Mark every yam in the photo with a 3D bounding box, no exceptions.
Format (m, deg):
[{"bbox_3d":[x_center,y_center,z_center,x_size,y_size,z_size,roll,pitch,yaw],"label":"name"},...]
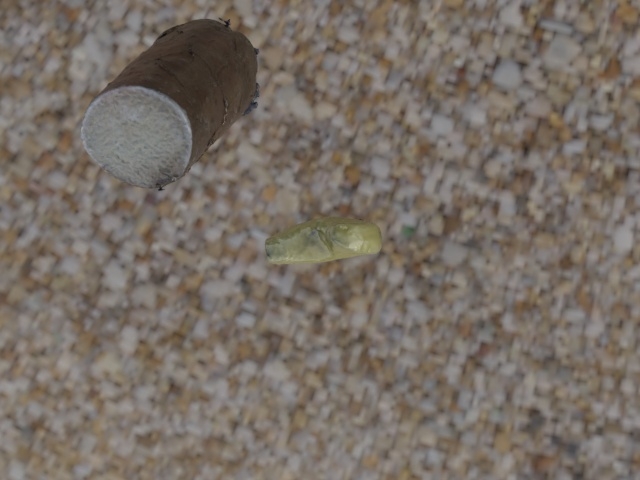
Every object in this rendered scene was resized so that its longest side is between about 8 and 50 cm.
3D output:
[{"bbox_3d":[-0.091,-0.087,1.097,0.079,0.141,0.079,6,115,13],"label":"yam"}]

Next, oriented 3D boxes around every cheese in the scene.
[{"bbox_3d":[0.000,0.000,1.149,0.083,0.044,0.030,-5,99,42],"label":"cheese"}]
